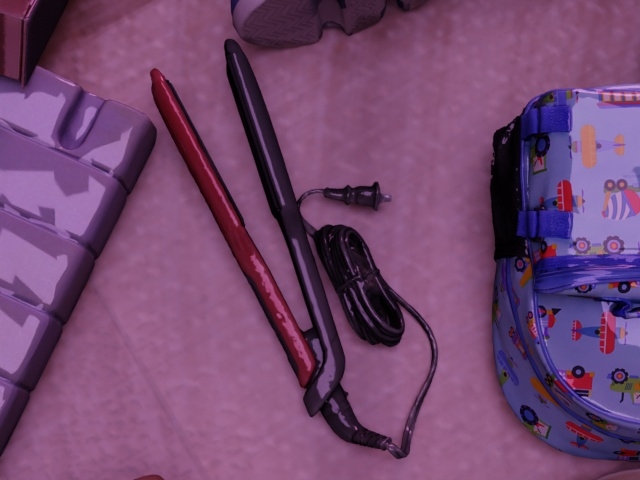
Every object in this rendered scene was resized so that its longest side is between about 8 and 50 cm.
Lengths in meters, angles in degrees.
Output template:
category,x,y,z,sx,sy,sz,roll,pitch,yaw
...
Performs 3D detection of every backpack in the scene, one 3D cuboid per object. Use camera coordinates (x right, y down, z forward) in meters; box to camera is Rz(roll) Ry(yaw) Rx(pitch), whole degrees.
category,x,y,z,sx,sy,sz,roll,pitch,yaw
backpack,0.159,0.020,0.691,0.158,0.117,0.173,4,82,-1

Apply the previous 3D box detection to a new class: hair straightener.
category,x,y,z,sx,sy,sz,roll,pitch,yaw
hair straightener,0.000,0.000,0.722,0.089,0.047,0.230,-26,82,-6

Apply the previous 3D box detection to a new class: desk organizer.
category,x,y,z,sx,sy,sz,roll,pitch,yaw
desk organizer,-0.148,-0.142,0.714,0.050,0.047,0.130,17,51,-1

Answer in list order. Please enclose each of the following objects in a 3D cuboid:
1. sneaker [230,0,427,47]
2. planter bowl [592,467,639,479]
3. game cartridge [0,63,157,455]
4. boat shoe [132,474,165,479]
category,x,y,z,sx,sy,sz,roll,pitch,yaw
sneaker,0.081,-0.233,0.728,0.316,0.127,0.182,-18,83,-4
planter bowl,0.183,0.187,0.652,0.162,0.162,0.109,8,107,-1
game cartridge,-0.289,-0.028,0.713,0.355,0.068,0.230,25,83,2
boat shoe,-0.195,0.199,0.651,0.324,0.123,0.116,-18,74,-12
